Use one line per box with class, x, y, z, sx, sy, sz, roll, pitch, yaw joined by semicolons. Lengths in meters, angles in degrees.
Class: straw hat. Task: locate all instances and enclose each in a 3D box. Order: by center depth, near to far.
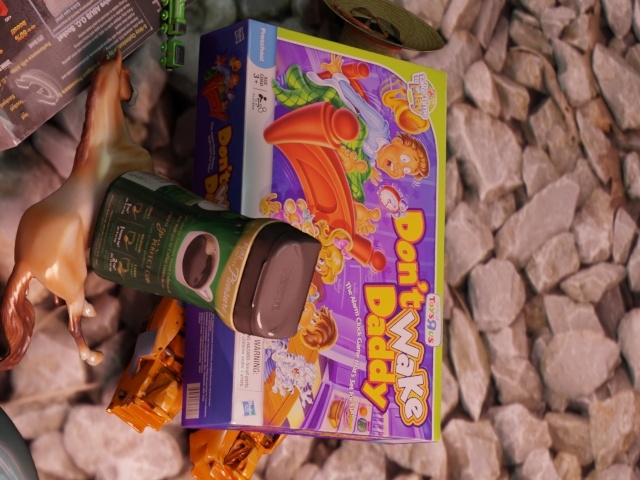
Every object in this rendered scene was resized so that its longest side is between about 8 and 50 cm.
straw hat;0.048;-0.198;1.721;0.144;0.144;0.061;7;119;-38

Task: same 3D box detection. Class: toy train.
toy train;-0.128;-0.190;1.507;0.017;0.024;0.083;7;81;-40

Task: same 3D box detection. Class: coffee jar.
coffee jar;-0.091;0.013;1.386;0.079;0.184;0.096;2;107;-62

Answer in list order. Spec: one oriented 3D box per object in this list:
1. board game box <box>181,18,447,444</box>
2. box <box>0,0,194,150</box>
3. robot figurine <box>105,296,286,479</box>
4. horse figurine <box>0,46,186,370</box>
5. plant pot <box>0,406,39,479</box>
board game box;0.000;0.000;1.527;0.233;0.078;0.347;9;77;-38
box;-0.246;-0.256;1.486;0.307;0.076;0.242;-46;111;-34
robot figurine;-0.066;0.075;1.569;0.211;0.085;0.291;43;59;-27
horse figurine;-0.197;-0.010;1.451;0.263;0.066;0.174;-57;145;-24
plant pot;-0.320;0.208;1.269;0.290;0.195;0.290;8;77;-37
